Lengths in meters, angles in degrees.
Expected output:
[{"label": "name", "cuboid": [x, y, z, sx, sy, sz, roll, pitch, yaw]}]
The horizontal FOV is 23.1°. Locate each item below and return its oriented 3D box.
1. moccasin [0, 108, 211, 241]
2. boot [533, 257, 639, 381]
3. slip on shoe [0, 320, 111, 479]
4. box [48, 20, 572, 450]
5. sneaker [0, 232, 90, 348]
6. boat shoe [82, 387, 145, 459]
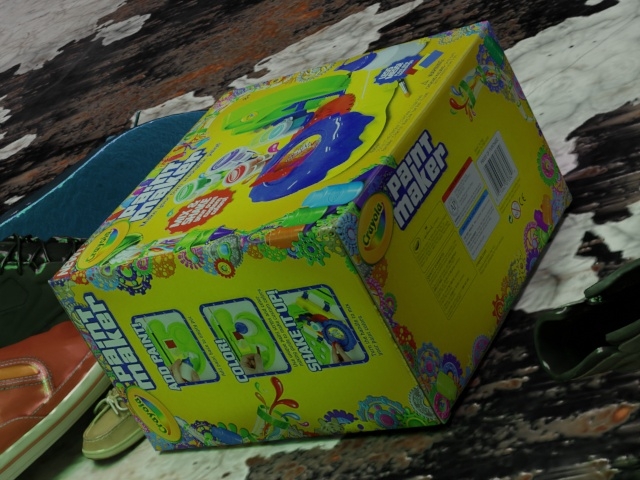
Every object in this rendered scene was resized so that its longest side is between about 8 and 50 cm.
[{"label": "moccasin", "cuboid": [-0.220, -0.042, 1.595, 0.342, 0.138, 0.117, -24, 7, -8]}, {"label": "boot", "cuboid": [0.244, 0.021, 0.874, 0.161, 0.083, 0.246, -3, -26, -38]}, {"label": "slip on shoe", "cuboid": [-0.258, 0.128, 1.309, 0.331, 0.101, 0.123, -44, 7, -29]}, {"label": "box", "cuboid": [0.000, 0.000, 1.224, 0.279, 0.177, 0.290, -11, 28, 36]}, {"label": "sneaker", "cuboid": [-0.244, 0.044, 1.464, 0.286, 0.130, 0.109, -24, 21, 6]}, {"label": "boat shoe", "cuboid": [-0.150, 0.121, 1.300, 0.056, 0.048, 0.153, -1, 35, 47]}]
